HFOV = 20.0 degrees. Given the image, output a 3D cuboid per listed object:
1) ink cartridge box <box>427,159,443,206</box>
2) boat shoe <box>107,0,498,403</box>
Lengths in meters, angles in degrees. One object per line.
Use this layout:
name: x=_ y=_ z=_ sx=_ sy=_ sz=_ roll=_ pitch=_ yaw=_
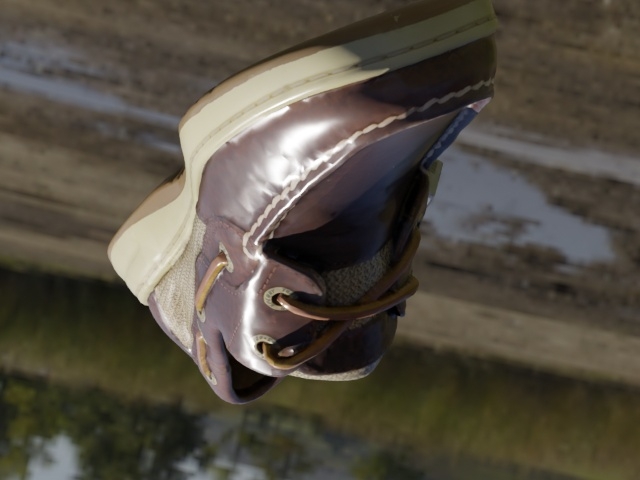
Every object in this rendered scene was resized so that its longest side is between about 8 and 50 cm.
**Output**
ink cartridge box: x=0.040 y=-0.004 z=1.217 sx=0.029 sy=0.115 sz=0.063 roll=30 pitch=-156 yaw=-4
boat shoe: x=0.000 y=0.000 z=0.786 sx=0.123 sy=0.123 sz=0.342 roll=-22 pitch=172 yaw=-27
